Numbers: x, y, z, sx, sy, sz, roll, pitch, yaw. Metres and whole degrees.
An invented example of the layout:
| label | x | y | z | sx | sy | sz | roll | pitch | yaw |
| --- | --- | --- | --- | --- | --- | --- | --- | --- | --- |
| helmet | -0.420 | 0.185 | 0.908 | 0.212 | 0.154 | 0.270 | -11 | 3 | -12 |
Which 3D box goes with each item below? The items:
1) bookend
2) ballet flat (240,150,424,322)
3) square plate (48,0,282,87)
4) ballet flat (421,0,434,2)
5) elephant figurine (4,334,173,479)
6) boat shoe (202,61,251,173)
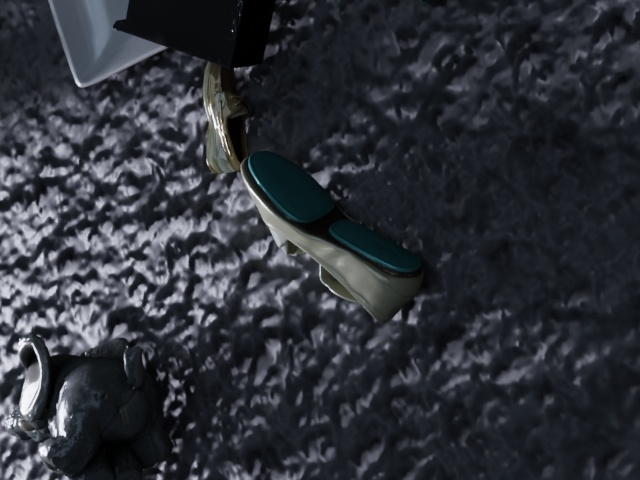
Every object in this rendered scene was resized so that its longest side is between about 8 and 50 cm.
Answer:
| label | x | y | z | sx | sy | sz | roll | pitch | yaw |
| --- | --- | --- | --- | --- | --- | --- | --- | --- | --- |
| bookend | -0.130 | -0.284 | 1.526 | 0.157 | 0.072 | 0.156 | 20 | 109 | 22 |
| ballet flat | 0.000 | 0.000 | 1.480 | 0.248 | 0.086 | 0.086 | 38 | 106 | 28 |
| square plate | -0.195 | -0.392 | 1.615 | 0.347 | 0.049 | 0.344 | -18 | 90 | 30 |
| ballet flat | 0.162 | -0.318 | 1.403 | 0.203 | 0.074 | 0.074 | -32 | 70 | 29 |
| elephant figurine | -0.286 | 0.177 | 1.612 | 0.186 | 0.169 | 0.239 | -43 | 44 | -9 |
| boat shoe | -0.100 | -0.142 | 1.572 | 0.045 | 0.050 | 0.135 | 0 | 96 | 30 |
